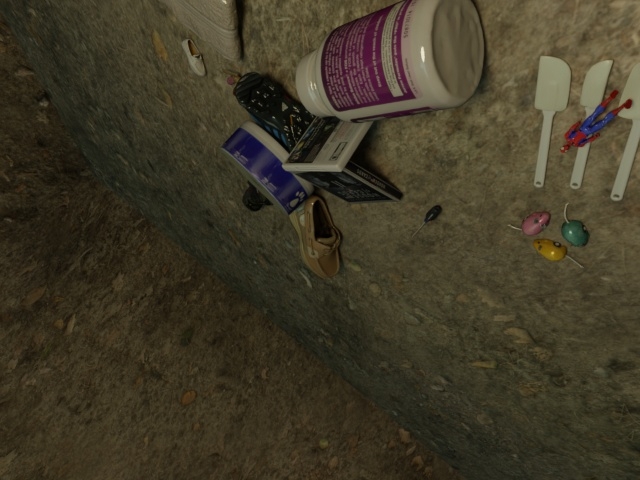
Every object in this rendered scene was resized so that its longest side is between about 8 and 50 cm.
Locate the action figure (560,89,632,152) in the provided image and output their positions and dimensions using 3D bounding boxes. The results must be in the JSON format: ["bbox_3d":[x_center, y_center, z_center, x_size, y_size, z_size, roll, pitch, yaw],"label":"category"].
[{"bbox_3d":[0.395,-0.166,0.594,0.038,0.030,0.115,36,157,8],"label":"action figure"}]

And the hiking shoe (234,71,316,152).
[{"bbox_3d":[-0.076,-0.296,1.011,0.304,0.113,0.132,42,-176,-15],"label":"hiking shoe"}]

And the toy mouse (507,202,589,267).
[{"bbox_3d":[0.448,-0.014,0.777,0.161,0.031,0.143,29,150,25],"label":"toy mouse"}]

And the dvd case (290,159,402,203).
[{"bbox_3d":[0.056,-0.145,0.979,0.238,0.029,0.179,23,168,-37],"label":"dvd case"}]

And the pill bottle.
[{"bbox_3d":[0.098,-0.291,0.683,0.301,0.169,0.169,9,138,47],"label":"pill bottle"}]

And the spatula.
[{"bbox_3d":[0.414,-0.161,0.622,0.168,0.019,0.242,19,145,36],"label":"spatula"}]

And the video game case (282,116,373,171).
[{"bbox_3d":[0.024,-0.222,0.858,0.173,0.190,0.022,11,152,45],"label":"video game case"}]

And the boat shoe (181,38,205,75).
[{"bbox_3d":[-0.342,-0.501,1.104,0.035,0.035,0.100,15,136,46],"label":"boat shoe"}]

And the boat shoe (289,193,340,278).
[{"bbox_3d":[0.000,0.000,1.287,0.110,0.121,0.341,16,142,42],"label":"boat shoe"}]

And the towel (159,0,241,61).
[{"bbox_3d":[-0.296,-0.553,0.913,0.282,0.049,0.187,40,165,5],"label":"towel"}]

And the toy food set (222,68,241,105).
[{"bbox_3d":[-0.219,-0.410,1.094,0.078,0.019,0.122,28,157,26],"label":"toy food set"}]

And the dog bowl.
[{"bbox_3d":[-0.145,-0.195,1.113,0.265,0.104,0.265,43,176,4],"label":"dog bowl"}]

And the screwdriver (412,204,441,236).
[{"bbox_3d":[0.254,-0.042,1.003,0.025,0.024,0.170,13,156,-8],"label":"screwdriver"}]

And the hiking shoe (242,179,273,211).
[{"bbox_3d":[-0.196,-0.146,1.370,0.114,0.086,0.227,42,152,7],"label":"hiking shoe"}]
